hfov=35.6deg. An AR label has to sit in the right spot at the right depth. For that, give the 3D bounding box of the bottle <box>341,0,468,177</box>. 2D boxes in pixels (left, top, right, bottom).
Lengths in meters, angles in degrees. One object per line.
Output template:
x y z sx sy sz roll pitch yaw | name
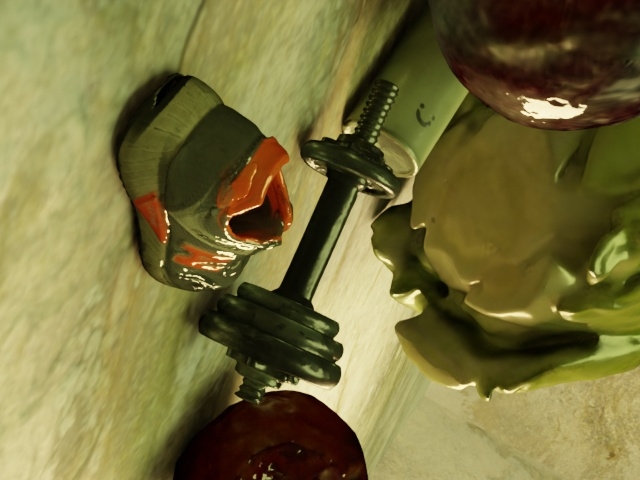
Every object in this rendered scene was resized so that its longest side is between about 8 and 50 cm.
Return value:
0.099 -0.151 0.828 0.201 0.072 0.072 -57 166 -18 | bottle

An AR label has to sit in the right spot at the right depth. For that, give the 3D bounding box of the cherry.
0.182 -0.205 0.691 0.296 0.218 0.255 -28 119 -65 | cherry

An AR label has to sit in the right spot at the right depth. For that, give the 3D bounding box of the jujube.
-0.048 0.228 0.882 0.183 0.183 0.243 -55 175 -24 | jujube

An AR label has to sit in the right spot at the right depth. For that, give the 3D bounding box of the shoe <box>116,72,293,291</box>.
-0.052 -0.010 0.541 0.074 0.077 0.194 -56 166 -21 | shoe

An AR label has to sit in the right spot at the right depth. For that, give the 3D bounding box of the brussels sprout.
0.284 -0.043 1.058 0.361 0.342 0.425 2 135 -39 | brussels sprout

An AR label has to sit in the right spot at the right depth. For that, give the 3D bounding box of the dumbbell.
0.000 0.000 0.723 0.254 0.110 0.110 -65 167 -6 | dumbbell
